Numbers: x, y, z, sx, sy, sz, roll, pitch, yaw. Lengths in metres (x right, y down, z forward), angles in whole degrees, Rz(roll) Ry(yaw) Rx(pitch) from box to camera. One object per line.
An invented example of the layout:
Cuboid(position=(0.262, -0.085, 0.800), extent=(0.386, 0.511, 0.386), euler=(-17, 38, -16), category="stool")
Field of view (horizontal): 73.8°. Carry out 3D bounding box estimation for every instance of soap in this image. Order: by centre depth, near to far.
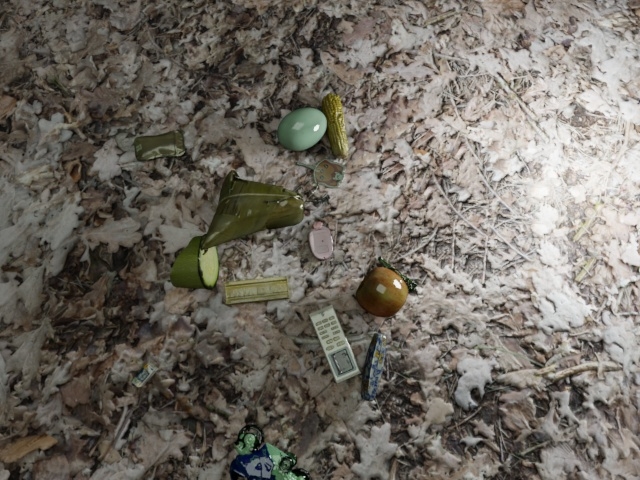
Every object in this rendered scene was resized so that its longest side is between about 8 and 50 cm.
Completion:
Cuboid(position=(-0.252, 0.199, 1.696), extent=(0.252, 0.037, 0.092), euler=(-6, 73, -2), category="soap")

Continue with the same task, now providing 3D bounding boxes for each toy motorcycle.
Cuboid(position=(-0.185, 0.808, 1.481), extent=(0.331, 0.125, 0.196), euler=(37, 78, 13), category="toy motorcycle")

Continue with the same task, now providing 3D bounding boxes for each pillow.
Cuboid(position=(-0.706, -0.415, 1.871), extent=(0.217, 0.033, 0.130), euler=(-11, 77, -4), category="pillow")

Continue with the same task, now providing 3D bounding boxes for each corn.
Cuboid(position=(0.066, -0.512, 1.884), extent=(0.097, 0.097, 0.320), euler=(-9, 76, -3), category="corn")

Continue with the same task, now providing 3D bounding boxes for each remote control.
Cuboid(position=(0.053, 0.394, 1.633), extent=(0.103, 0.055, 0.277), euler=(-21, 75, -6), category="remote control")

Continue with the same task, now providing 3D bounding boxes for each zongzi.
Cuboid(position=(-0.205, -0.074, 1.663), extent=(0.447, 0.181, 0.418), euler=(10, 46, 1), category="zongzi")

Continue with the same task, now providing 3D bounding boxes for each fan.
Cuboid(position=(-0.001, -0.306, 1.863), extent=(0.220, 0.009, 0.132), euler=(20, 74, 5), category="fan")

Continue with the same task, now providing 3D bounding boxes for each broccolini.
Cuboid(position=(0.300, 0.137, 1.712), extent=(0.074, 0.058, 0.201), euler=(-40, 79, -18), category="broccolini")

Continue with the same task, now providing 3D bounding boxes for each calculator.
Cuboid(position=(0.000, 0.000, 1.765), extent=(0.103, 0.024, 0.166), euler=(-12, 75, -4), category="calculator")

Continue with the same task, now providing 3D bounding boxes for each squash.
Cuboid(position=(-0.473, 0.081, 1.644), extent=(0.133, 0.220, 0.220), euler=(3, 73, 11), category="squash")

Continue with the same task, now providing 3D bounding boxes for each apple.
Cuboid(position=(0.236, 0.201, 1.626), extent=(0.174, 0.188, 0.188), euler=(34, 76, 3), category="apple")

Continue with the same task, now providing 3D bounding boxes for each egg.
Cuboid(position=(-0.078, -0.478, 1.830), extent=(0.231, 0.168, 0.168), euler=(-33, 77, -14), category="egg")

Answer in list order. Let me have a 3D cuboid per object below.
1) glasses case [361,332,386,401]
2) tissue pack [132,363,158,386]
Cuboid(position=(0.199, 0.472, 1.597), extent=(0.065, 0.087, 0.248), euler=(17, 73, -9), category="glasses case")
Cuboid(position=(-0.653, 0.501, 1.587), extent=(0.042, 0.062, 0.083), euler=(38, 77, 4), category="tissue pack")
